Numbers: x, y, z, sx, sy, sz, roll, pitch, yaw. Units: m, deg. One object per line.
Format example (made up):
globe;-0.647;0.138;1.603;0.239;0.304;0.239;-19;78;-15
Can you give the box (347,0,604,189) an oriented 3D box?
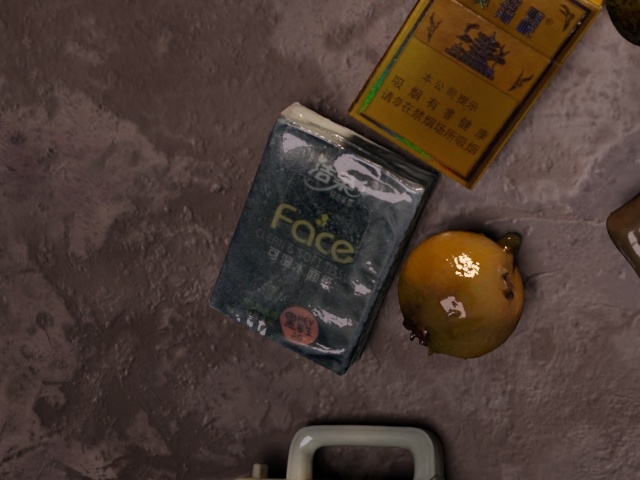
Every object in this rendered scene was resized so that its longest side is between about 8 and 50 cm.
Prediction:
box;0.194;-0.238;1.813;0.193;0.084;0.301;31;120;-5

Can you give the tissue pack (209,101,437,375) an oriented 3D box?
tissue pack;0.000;0.000;1.986;0.228;0.103;0.316;27;115;10

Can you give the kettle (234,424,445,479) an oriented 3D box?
kettle;0.031;0.421;2.084;0.318;0.265;0.205;-4;137;23

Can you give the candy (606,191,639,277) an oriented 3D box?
candy;0.464;0.037;1.815;0.104;0.102;0.234;-34;90;27

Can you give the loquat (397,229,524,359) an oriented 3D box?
loquat;0.192;0.065;1.911;0.204;0.149;0.172;-43;64;-5

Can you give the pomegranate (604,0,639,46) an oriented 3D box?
pomegranate;0.402;-0.311;1.711;0.138;0.125;0.163;-17;95;-2
